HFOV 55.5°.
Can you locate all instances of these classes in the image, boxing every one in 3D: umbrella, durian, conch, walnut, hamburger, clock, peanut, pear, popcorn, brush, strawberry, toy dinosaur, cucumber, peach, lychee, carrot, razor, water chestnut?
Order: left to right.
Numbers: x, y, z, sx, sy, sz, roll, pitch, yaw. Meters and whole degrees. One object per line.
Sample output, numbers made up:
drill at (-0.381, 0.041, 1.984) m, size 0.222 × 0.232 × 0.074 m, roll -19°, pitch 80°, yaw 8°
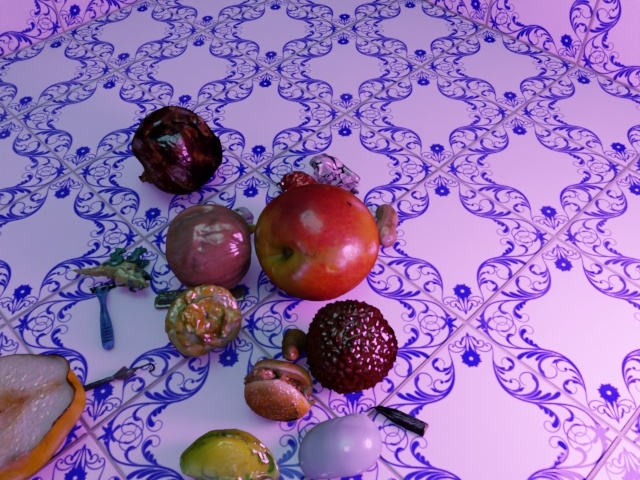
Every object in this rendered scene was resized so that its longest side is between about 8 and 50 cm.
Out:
pear at (-0.790, 0.475, 1.554) m, size 0.387 × 0.191 × 0.340 m, roll -19°, pitch 46°, yaw -15°
razor at (-0.667, 0.227, 1.876) m, size 0.082 × 0.042 × 0.253 m, roll -13°, pitch 50°, yaw -11°
umbrella at (-0.607, 0.391, 1.728) m, size 0.269 × 0.044 × 0.044 m, roll -16°, pitch 19°, yaw -13°
toy dinosaur at (-0.659, 0.090, 1.961) m, size 0.259 × 0.094 × 0.153 m, roll 8°, pitch 40°, yaw 5°
water chestnut at (-0.550, -0.310, 2.210) m, size 0.347 × 0.335 × 0.335 m, roll -24°, pitch 44°, yaw 21°
brush at (-0.380, 0.175, 1.914) m, size 0.282 × 0.048 × 0.054 m, roll -4°, pitch 47°, yaw -5°
popcorn at (-0.341, 0.230, 1.767) m, size 0.221 × 0.183 × 0.204 m, roll -36°, pitch 84°, yaw -29°
walnut at (-0.342, 0.024, 1.874) m, size 0.285 × 0.285 × 0.296 m, roll -4°, pitch 12°, yaw -2°
clock at (-0.321, -0.060, 2.084) m, size 0.231 × 0.103 × 0.144 m, roll 10°, pitch 57°, yaw 12°
durian at (-0.229, 0.547, 1.540) m, size 0.250 × 0.101 × 0.139 m, roll -3°, pitch 83°, yaw -1°
hamburger at (-0.116, 0.397, 1.606) m, size 0.182 × 0.191 × 0.118 m, roll -18°, pitch 34°, yaw 25°
carrot at (-0.078, 0.293, 1.658) m, size 0.078 × 0.298 × 0.078 m, roll 0°, pitch 89°, yaw 1°
strawberry at (-0.069, -0.194, 2.211) m, size 0.140 × 0.085 × 0.192 m, roll -25°, pitch 54°, yaw -22°
peach at (0.000, 0.000, 1.864) m, size 0.388 × 0.388 × 0.388 m, roll -1°, pitch 48°, yaw 1°
conch at (0.046, 0.519, 1.556) m, size 0.221 × 0.121 × 0.185 m, roll -17°, pitch 20°, yaw -8°
lychee at (0.084, 0.279, 1.658) m, size 0.264 × 0.264 × 0.300 m, roll 22°, pitch 46°, yaw 20°
peanut at (0.222, -0.054, 2.080) m, size 0.089 × 0.089 × 0.192 m, roll 6°, pitch 44°, yaw 7°
cucumber at (0.209, 0.473, 1.633) m, size 0.163 × 0.043 × 0.039 m, roll 23°, pitch 15°, yaw 19°

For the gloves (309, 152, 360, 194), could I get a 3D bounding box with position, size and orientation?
gloves at (0.058, -0.231, 2.226) m, size 0.111 × 0.127 × 0.212 m, roll -44°, pitch 71°, yaw 20°
